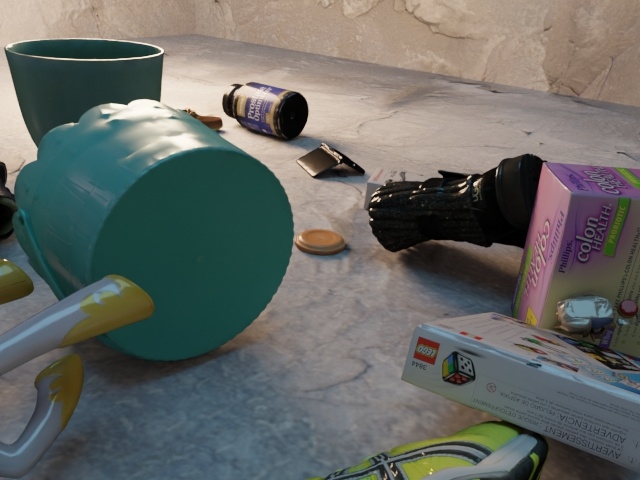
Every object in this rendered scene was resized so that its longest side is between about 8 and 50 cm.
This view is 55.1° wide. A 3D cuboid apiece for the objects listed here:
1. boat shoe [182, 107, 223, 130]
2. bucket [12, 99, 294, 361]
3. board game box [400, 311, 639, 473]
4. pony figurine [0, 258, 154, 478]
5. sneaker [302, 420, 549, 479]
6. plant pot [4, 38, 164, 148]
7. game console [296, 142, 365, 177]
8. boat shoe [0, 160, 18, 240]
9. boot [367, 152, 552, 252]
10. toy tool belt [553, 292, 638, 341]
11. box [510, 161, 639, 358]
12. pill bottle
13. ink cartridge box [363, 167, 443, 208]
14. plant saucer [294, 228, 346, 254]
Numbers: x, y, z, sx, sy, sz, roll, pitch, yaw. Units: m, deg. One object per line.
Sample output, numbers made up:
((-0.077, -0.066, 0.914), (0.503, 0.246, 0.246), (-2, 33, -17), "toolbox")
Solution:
((-0.329, -0.302, 1.546), (0.178, 0.060, 0.064), (-11, 28, -30), "boat shoe")
((-0.178, -0.010, 0.694), (0.281, 0.281, 0.183), (-15, 31, -36), "bucket")
((0.216, 0.123, 0.574), (0.193, 0.053, 0.305), (17, 3, 27), "board game box")
((-0.356, 0.099, 0.425), (0.351, 0.303, 0.363), (33, 43, 2), "pony figurine")
((0.012, 0.200, 0.405), (0.385, 0.145, 0.147), (-14, 31, -38), "sneaker")
((-0.464, -0.271, 1.249), (0.293, 0.235, 0.293), (3, 24, -1), "plant pot")
((0.022, -0.165, 1.363), (0.107, 0.071, 0.122), (26, 13, -31), "game console")
((-0.496, -0.040, 0.908), (0.092, 0.102, 0.285), (3, 28, -15), "boat shoe")
((0.269, -0.035, 0.979), (0.260, 0.131, 0.348), (-13, -24, 42), "boot")
((0.309, 0.087, 0.692), (0.083, 0.051, 0.052), (-5, 58, 9), "toy tool belt")
((0.384, 0.030, 0.748), (0.243, 0.213, 0.117), (4, 25, 1), "box")
((-0.148, -0.343, 1.593), (0.219, 0.122, 0.123), (21, 30, 34), "pill bottle")
((0.159, -0.091, 1.166), (0.135, 0.056, 0.099), (11, 26, 13), "ink cartridge box")
((0.000, 0.000, 0.994), (0.084, 0.013, 0.083), (3, 25, -1), "plant saucer")
